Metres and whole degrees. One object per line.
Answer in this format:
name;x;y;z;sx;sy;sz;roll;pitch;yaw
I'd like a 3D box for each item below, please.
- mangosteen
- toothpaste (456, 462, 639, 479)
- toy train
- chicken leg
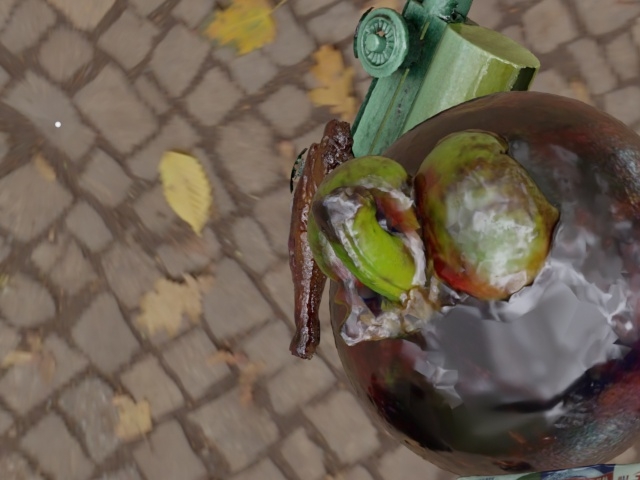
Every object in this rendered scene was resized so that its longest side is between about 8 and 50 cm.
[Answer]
mangosteen;0.135;0.037;1.350;0.306;0.359;0.306;0;89;31
toothpaste;0.195;0.172;1.190;0.233;0.060;0.038;-11;136;23
toy train;0.088;-0.094;1.712;0.126;0.189;0.307;6;118;-37
chicken leg;0.000;-0.004;1.510;0.053;0.093;0.205;2;115;-7
